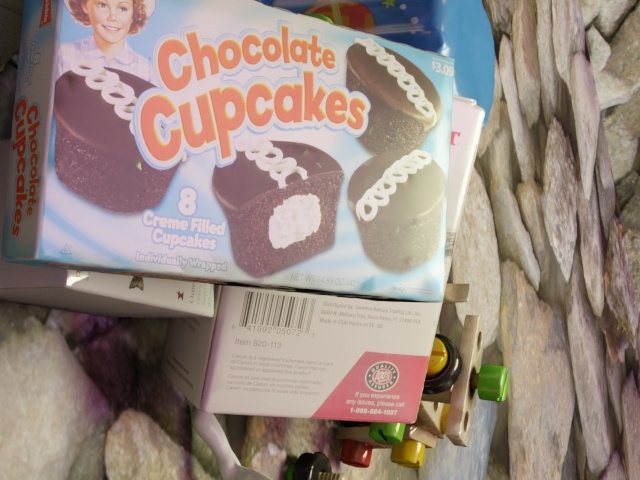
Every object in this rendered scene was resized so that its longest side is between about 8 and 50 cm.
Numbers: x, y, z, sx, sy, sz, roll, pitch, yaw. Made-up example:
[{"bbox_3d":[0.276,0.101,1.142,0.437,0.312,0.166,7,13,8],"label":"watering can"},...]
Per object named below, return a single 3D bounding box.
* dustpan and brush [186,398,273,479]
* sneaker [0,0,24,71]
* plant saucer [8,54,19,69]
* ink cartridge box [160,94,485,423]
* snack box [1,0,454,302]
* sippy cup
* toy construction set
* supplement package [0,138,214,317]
[{"bbox_3d":[-0.069,0.232,0.984,0.211,0.147,0.060,54,47,-5],"label":"dustpan and brush"},{"bbox_3d":[-0.223,-0.144,0.720,0.262,0.099,0.121,-12,110,-49],"label":"sneaker"},{"bbox_3d":[-0.214,-0.218,0.829,0.067,0.018,0.192,48,44,-51],"label":"plant saucer"},{"bbox_3d":[0.000,0.000,0.941,0.207,0.117,0.283,8,98,-27],"label":"ink cartridge box"},{"bbox_3d":[-0.046,-0.062,0.754,0.322,0.060,0.187,7,83,-37],"label":"snack box"},{"bbox_3d":[0.051,-0.178,1.130,0.305,0.224,0.240,-64,142,-46],"label":"sippy cup"},{"bbox_3d":[0.102,0.133,1.180,0.309,0.237,0.257,-63,140,-47],"label":"toy construction set"},{"bbox_3d":[-0.163,-0.004,0.805,0.179,0.105,0.105,19,72,-62],"label":"supplement package"}]
